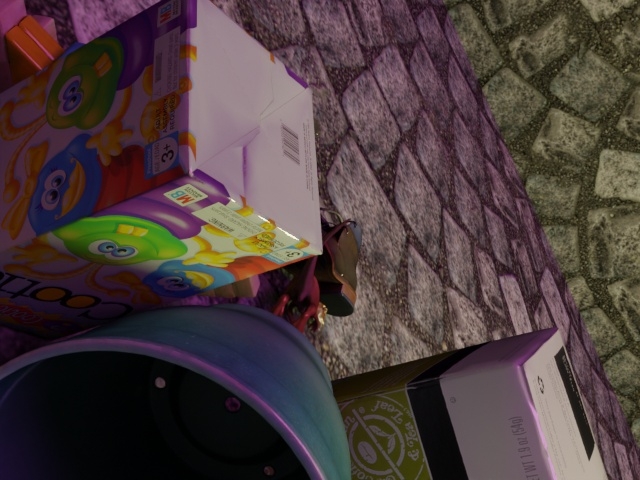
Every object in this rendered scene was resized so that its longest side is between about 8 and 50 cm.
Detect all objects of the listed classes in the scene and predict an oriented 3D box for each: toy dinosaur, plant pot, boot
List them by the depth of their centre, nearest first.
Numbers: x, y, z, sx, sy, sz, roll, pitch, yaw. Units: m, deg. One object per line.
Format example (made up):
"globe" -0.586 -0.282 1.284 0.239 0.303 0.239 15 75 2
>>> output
"plant pot" -0.095 0.166 0.578 0.255 0.271 0.272 -46 114 -75
"toy dinosaur" -0.021 0.059 0.928 0.211 0.064 0.112 97 19 -60
"boot" 0.000 0.000 1.000 0.219 0.082 0.106 65 34 -48

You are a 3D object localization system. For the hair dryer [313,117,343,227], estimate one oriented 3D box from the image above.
"hair dryer" -0.041 -0.077 1.003 0.293 0.080 0.224 -7 81 -61

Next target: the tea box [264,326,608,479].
"tea box" 0.136 0.300 0.822 0.220 0.323 0.329 -7 78 -63

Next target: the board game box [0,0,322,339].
"board game box" -0.154 -0.038 0.558 0.142 0.275 0.144 31 47 -51

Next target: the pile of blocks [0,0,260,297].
"pile of blocks" -0.167 -0.100 0.714 0.362 0.149 0.113 53 33 -30
